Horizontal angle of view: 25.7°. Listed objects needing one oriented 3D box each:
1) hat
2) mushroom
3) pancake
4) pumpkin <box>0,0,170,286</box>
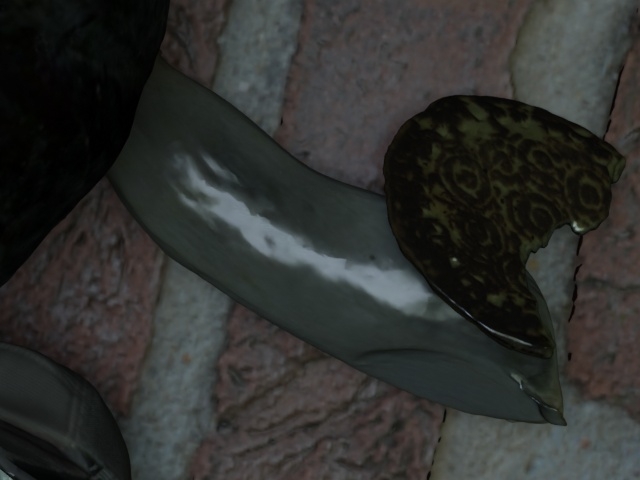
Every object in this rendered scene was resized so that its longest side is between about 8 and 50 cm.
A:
[{"bbox_3d":[-0.210,0.123,0.739,0.232,0.275,0.161,-15,66,7],"label":"hat"},{"bbox_3d":[-0.002,0.001,0.832,0.351,0.097,0.109,30,88,-1],"label":"mushroom"},{"bbox_3d":[0.121,-0.016,0.819,0.190,0.020,0.184,-14,57,-31],"label":"pancake"},{"bbox_3d":[-0.295,-0.150,0.684,0.454,0.344,0.455,-1,75,4],"label":"pumpkin"}]
